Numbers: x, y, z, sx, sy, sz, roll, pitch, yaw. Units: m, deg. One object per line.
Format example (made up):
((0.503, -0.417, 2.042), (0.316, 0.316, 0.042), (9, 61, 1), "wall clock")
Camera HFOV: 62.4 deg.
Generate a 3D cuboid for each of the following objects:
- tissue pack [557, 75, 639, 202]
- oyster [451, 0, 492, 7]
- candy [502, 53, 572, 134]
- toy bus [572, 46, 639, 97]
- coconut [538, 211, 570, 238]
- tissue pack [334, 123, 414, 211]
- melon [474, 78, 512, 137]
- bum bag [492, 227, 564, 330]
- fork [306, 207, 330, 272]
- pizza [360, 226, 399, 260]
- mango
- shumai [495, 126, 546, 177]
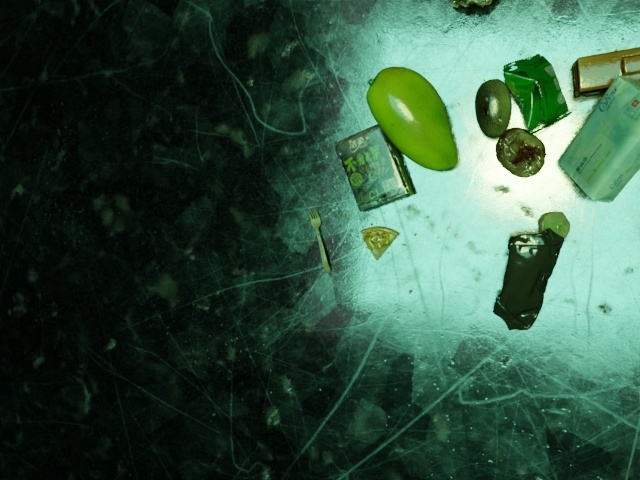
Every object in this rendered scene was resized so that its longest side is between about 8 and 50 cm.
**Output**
((0.729, -0.248, 1.313), (0.177, 0.089, 0.263), (-110, 34, -43), "tissue pack")
((0.455, -0.707, 1.471), (0.177, 0.064, 0.124), (0, 80, 29), "oyster")
((0.584, -0.403, 1.426), (0.141, 0.078, 0.203), (-26, 89, 1), "candy")
((0.763, -0.437, 1.355), (0.201, 0.114, 0.098), (-4, 94, 19), "toy bus")
((0.644, -0.039, 1.454), (0.083, 0.081, 0.082), (-44, 92, 6), "coconut")
((0.163, -0.220, 1.607), (0.173, 0.073, 0.235), (-21, 88, 20), "tissue pack")
((0.481, -0.366, 1.469), (0.099, 0.099, 0.162), (-5, 96, 20), "melon")
((0.570, 0.109, 1.483), (0.142, 0.079, 0.326), (13, 112, 9), "bum bag")
((0.001, -0.001, 1.714), (0.034, 0.028, 0.219), (-16, 94, 12), "fork")
((0.183, 0.011, 1.647), (0.123, 0.026, 0.108), (3, 98, 18), "pizza")
((0.274, -0.345, 1.510), (0.192, 0.156, 0.343), (-38, 96, -10), "mango")
((0.550, -0.251, 1.466), (0.123, 0.105, 0.139), (-39, 57, 22), "shumai")
